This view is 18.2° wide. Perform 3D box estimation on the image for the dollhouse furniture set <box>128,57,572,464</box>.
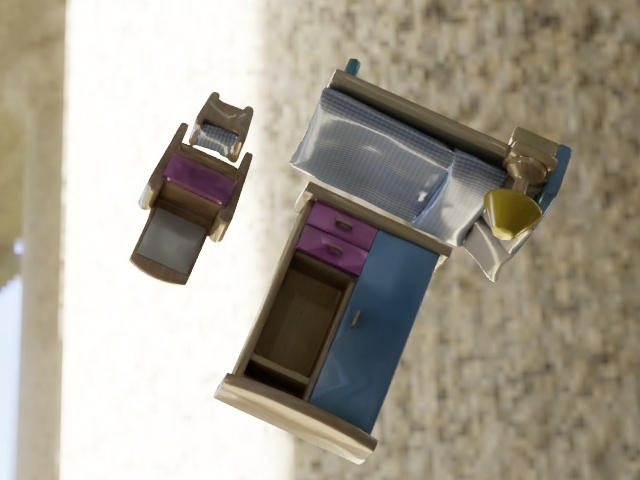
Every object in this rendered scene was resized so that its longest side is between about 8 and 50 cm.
[{"bbox_3d":[0.000,0.000,1.543,0.286,0.198,0.303,24,-26,-4],"label":"dollhouse furniture set"}]
